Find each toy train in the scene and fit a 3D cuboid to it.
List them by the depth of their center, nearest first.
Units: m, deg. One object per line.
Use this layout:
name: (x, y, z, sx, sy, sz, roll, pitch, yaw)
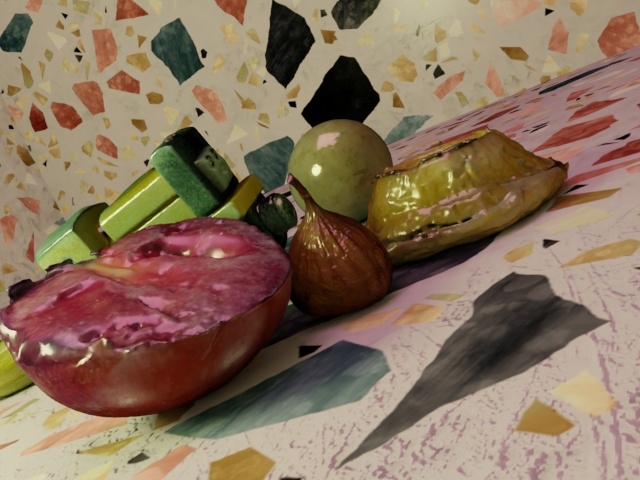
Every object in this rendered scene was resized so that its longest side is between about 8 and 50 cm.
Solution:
toy train: (-0.231, 0.009, 1.106, 0.397, 0.253, 0.160, -34, 13, 23)

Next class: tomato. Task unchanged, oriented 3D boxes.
tomato: (-0.183, 0.113, 0.868, 0.290, 0.176, 0.335, 10, 29, 36)

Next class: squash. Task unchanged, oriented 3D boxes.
squash: (-0.546, 0.224, 1.358, 0.287, 0.137, 0.137, -43, 18, -29)

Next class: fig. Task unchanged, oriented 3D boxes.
fig: (0.000, 0.000, 0.936, 0.146, 0.201, 0.134, -23, 14, 29)

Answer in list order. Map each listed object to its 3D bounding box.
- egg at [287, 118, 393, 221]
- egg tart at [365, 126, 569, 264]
egg: (0.035, -0.139, 1.543, 0.218, 0.218, 0.295, -26, 2, -13)
egg tart: (0.197, -0.082, 1.117, 0.345, 0.132, 0.345, -23, 7, 3)
